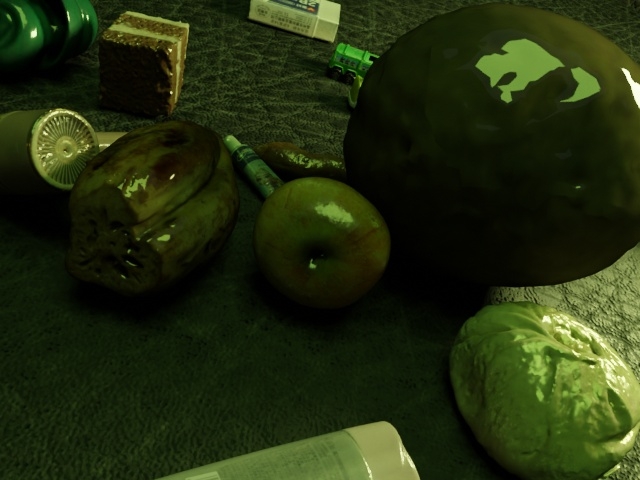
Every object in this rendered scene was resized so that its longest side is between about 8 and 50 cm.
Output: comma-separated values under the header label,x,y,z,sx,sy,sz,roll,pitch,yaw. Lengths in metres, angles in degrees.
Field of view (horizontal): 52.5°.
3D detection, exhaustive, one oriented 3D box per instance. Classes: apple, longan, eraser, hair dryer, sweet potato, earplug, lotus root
label,x,y,z,sx,sy,sz,roll,pitch,yaw
apple,0.000,0.000,0.861,0.182,0.182,0.155,20,17,1
longan,0.255,-0.129,0.940,0.435,0.404,0.404,16,39,-2
eraser,-0.061,-0.547,1.547,0.210,0.068,0.124,14,39,-7
hair dryer,-0.325,-0.127,0.935,0.189,0.107,0.344,0,8,31
sweet potato,-0.008,-0.122,1.090,0.218,0.051,0.065,15,37,-4
earplug,-0.528,-0.369,1.120,0.257,0.164,0.280,-3,14,32
lotus root,-0.197,-0.051,0.839,0.193,0.193,0.291,21,34,2

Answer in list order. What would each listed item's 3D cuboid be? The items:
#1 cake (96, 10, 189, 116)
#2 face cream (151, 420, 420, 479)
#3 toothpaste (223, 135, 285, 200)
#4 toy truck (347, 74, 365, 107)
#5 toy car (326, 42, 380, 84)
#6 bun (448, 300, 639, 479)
label,x,y,z,sx,sy,sz,roll,pitch,yaw
cake,-0.304,-0.309,1.120,0.134,0.135,0.147,8,41,-9
face cream,-0.031,0.251,0.635,0.269,0.073,0.107,-5,50,-26
toothpaste,-0.089,-0.096,1.043,0.062,0.037,0.216,-20,58,-39
toy truck,0.117,-0.298,1.323,0.111,0.077,0.076,8,41,-14
toy car,0.098,-0.373,1.413,0.165,0.062,0.071,19,39,0
bun,0.277,0.177,0.788,0.243,0.153,0.244,8,43,-7
